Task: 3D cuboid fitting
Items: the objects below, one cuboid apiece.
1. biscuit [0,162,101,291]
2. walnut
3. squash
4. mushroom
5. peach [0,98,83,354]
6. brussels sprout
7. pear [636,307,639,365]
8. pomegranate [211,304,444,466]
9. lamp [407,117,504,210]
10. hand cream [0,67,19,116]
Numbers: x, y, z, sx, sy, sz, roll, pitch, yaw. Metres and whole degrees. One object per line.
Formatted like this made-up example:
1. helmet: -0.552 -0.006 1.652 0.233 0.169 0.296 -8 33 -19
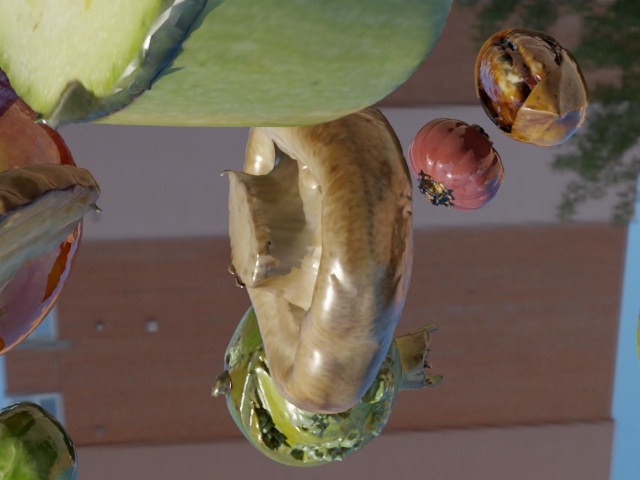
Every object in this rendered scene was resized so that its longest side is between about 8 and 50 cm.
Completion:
1. biscuit: -0.269 -0.004 1.128 0.061 0.183 0.118 48 180 22
2. walnut: 0.215 -0.155 1.404 0.116 0.115 0.207 -1 -158 -5
3. squash: -0.055 -0.154 0.558 0.133 0.220 0.220 -9 -158 -41
4. mushroom: 0.000 0.000 1.096 0.146 0.278 0.278 -4 -158 -20
5. peach: -0.446 -0.022 1.597 0.370 0.370 0.370 0 -159 0
6. brussels sprout: -0.363 0.269 1.652 0.155 0.155 0.117 15 176 32
7. pear: 0.362 0.101 1.153 0.292 0.292 0.159 -11 165 -26
8. pomegranate: 0.020 0.180 1.930 0.341 0.260 0.260 -4 -159 -25
9. lamp: 0.142 -0.079 1.447 0.107 0.107 0.092 24 -114 45
10. hand cream: -0.289 -0.153 0.957 0.125 0.193 0.193 -45 -153 2
